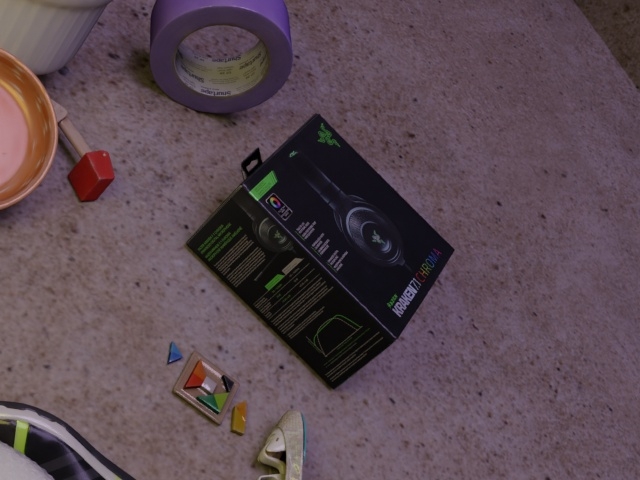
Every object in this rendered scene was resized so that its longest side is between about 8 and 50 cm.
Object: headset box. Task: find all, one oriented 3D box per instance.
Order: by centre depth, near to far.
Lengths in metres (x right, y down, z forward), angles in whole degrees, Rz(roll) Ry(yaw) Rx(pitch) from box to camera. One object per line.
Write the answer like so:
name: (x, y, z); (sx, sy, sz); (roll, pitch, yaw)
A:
headset box: (0.000, 0.000, 1.497); (0.283, 0.131, 0.246); (45, 36, -2)

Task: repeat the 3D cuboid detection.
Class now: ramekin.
ramekin: (-0.379, -0.314, 1.359); (0.277, 0.135, 0.277); (27, 28, -16)

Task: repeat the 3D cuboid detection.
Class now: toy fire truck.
toy fire truck: (-0.332, -0.135, 1.357); (0.135, 0.047, 0.192); (-4, 59, -48)

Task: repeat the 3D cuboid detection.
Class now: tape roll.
tape roll: (-0.133, -0.263, 1.558); (0.189, 0.189, 0.080); (22, 44, -30)

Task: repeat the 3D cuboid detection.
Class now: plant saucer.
plant saucer: (-0.383, -0.119, 1.247); (0.200, 0.037, 0.199); (8, 72, -24)

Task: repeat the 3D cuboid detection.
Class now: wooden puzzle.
wooden puzzle: (-0.125, 0.165, 1.316); (0.116, 0.014, 0.078); (34, 38, -17)

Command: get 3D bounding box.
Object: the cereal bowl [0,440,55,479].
cereal bowl: (-0.315, 0.255, 0.839); (0.339, 0.141, 0.339); (10, 39, -9)

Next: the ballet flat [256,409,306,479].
ballet flat: (-0.044, 0.253, 1.284); (0.052, 0.057, 0.168); (17, 45, -21)

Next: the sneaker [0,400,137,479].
sneaker: (-0.241, 0.237, 1.073); (0.235, 0.084, 0.097); (36, 39, -16)
